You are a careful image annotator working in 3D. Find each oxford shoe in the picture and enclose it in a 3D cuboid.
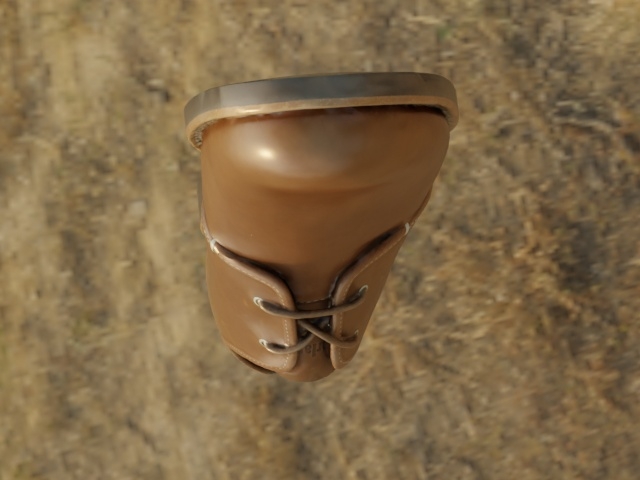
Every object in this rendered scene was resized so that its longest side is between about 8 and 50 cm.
[{"bbox_3d":[0.000,0.000,0.514,0.212,0.076,0.076,106,162,-78],"label":"oxford shoe"}]
